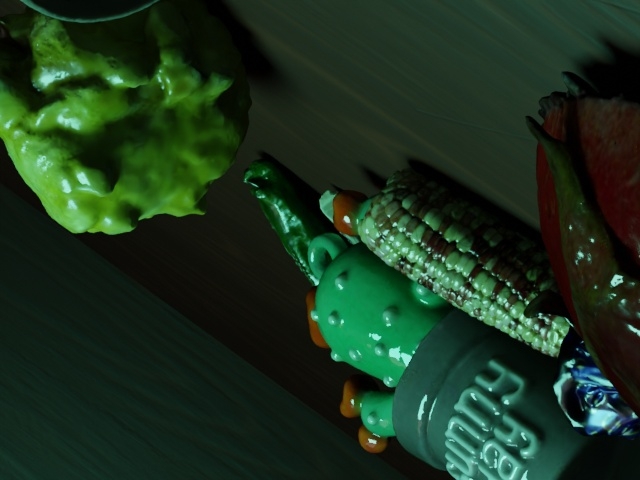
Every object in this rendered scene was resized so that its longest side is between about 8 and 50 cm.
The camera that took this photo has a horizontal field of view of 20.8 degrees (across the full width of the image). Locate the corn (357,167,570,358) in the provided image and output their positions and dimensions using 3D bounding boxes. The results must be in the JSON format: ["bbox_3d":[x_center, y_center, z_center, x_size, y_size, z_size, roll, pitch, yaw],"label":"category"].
[{"bbox_3d":[0.148,0.029,1.458,0.253,0.086,0.086,32,167,16],"label":"corn"}]

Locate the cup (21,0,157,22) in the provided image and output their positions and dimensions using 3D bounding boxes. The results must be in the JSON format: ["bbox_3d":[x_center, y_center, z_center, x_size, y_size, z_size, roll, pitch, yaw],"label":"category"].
[{"bbox_3d":[-0.157,-0.256,1.078,0.258,0.186,0.234,9,-159,-46],"label":"cup"}]

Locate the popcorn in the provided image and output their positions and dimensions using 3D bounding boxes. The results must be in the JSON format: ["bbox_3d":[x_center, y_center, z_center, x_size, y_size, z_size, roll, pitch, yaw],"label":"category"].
[{"bbox_3d":[-0.189,-0.125,1.477,0.266,0.233,0.192,13,-174,-28],"label":"popcorn"}]

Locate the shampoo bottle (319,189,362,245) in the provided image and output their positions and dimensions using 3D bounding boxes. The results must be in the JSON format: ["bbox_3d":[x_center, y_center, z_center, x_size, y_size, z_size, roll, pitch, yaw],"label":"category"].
[{"bbox_3d":[0.050,0.000,1.742,0.049,0.034,0.141,17,160,42],"label":"shampoo bottle"}]

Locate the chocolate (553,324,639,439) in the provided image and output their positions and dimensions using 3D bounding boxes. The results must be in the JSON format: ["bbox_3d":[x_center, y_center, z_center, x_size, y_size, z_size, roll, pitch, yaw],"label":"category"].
[{"bbox_3d":[0.329,0.135,1.268,0.126,0.148,0.343,11,-174,-41],"label":"chocolate"}]

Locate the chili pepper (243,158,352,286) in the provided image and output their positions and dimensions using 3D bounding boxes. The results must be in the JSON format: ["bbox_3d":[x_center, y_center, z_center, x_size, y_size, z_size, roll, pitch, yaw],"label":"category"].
[{"bbox_3d":[-0.002,0.002,1.794,0.216,0.062,0.108,43,-154,-14],"label":"chili pepper"}]

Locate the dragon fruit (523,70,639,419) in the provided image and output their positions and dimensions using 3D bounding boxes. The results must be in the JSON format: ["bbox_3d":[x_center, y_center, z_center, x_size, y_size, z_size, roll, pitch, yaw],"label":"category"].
[{"bbox_3d":[0.206,0.037,1.075,0.282,0.100,0.343,51,168,13],"label":"dragon fruit"}]

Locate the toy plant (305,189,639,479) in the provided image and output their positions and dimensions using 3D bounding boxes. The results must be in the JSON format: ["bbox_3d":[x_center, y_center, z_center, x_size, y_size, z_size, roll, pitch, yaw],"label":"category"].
[{"bbox_3d":[0.122,0.104,1.601,0.400,0.185,0.279,39,162,40],"label":"toy plant"}]
